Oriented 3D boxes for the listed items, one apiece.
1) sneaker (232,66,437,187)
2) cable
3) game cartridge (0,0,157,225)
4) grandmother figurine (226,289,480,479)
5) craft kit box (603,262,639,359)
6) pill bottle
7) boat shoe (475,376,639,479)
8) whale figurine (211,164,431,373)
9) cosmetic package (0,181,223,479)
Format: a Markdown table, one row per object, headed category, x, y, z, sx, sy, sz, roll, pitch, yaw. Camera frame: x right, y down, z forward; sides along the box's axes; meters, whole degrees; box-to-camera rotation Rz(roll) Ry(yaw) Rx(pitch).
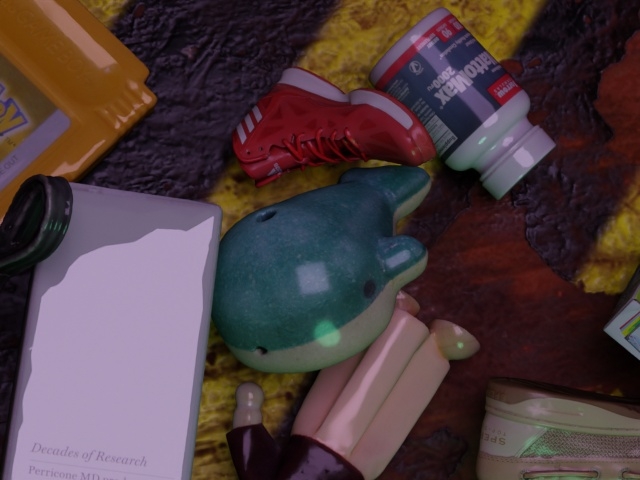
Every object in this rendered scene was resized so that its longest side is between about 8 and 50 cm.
| category | x | y | z | sx | sy | sz | roll | pitch | yaw |
| --- | --- | --- | --- | --- | --- | --- | --- | --- | --- |
| sneaker | 0.003 | -0.083 | 1.894 | 0.128 | 0.221 | 0.087 | -46 | 126 | -19 |
| cable | -0.297 | 0.016 | 1.709 | 0.072 | 0.287 | 0.139 | 15 | 77 | -23 |
| game cartridge | -0.356 | -0.134 | 1.901 | 0.285 | 0.053 | 0.324 | 44 | 73 | 3 |
| grandmother figurine | 0.004 | 0.203 | 1.856 | 0.207 | 0.104 | 0.342 | 28 | 68 | 7 |
| craft kit box | 0.413 | 0.090 | 1.923 | 0.246 | 0.061 | 0.250 | 42 | 35 | 0 |
| pill bottle | 0.144 | -0.133 | 1.972 | 0.108 | 0.108 | 0.180 | -42 | 86 | -19 |
| boat shoe | 0.311 | 0.211 | 1.911 | 0.341 | 0.121 | 0.110 | 11 | 91 | -12 |
| whale figurine | 0.000 | 0.000 | 1.856 | 0.272 | 0.216 | 0.141 | -54 | 128 | -38 |
| cosmetic package | -0.200 | 0.201 | 1.745 | 0.161 | 0.230 | 0.453 | 9 | 72 | -8 |
